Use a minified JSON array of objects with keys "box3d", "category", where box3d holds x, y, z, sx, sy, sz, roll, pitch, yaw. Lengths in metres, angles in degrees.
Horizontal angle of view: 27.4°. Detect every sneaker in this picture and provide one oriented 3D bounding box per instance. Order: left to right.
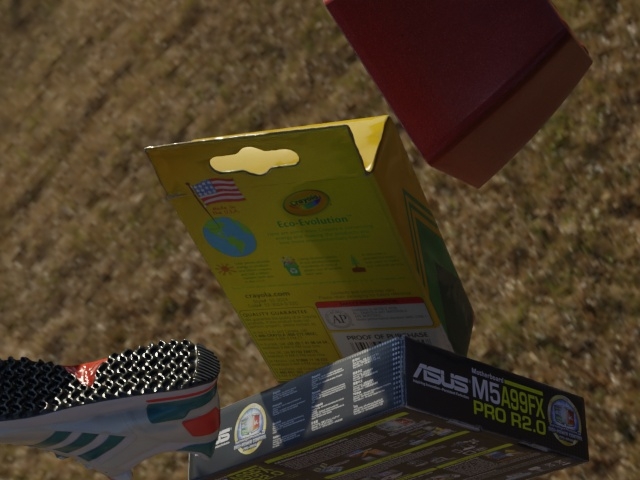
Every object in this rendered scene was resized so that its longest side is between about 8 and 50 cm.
[{"box3d":[-0.131,0.103,0.706,0.161,0.075,0.057,-8,29,-6],"category":"sneaker"}]

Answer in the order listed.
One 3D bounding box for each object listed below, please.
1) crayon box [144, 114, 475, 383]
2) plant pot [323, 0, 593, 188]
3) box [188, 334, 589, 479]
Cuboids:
[{"box3d":[0.000,0.000,1.203,0.202,0.318,0.081,-4,45,24],"category":"crayon box"},{"box3d":[0.204,-0.257,1.745,0.236,0.267,0.267,-36,74,14],"category":"plant pot"},{"box3d":[0.053,0.169,1.106,0.270,0.216,0.060,-28,52,43],"category":"box"}]
